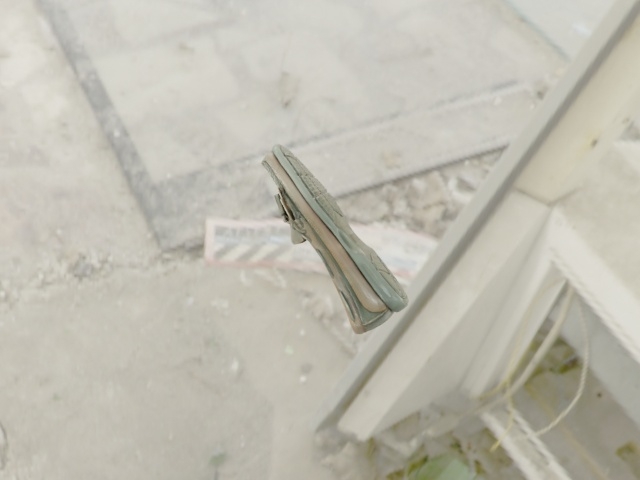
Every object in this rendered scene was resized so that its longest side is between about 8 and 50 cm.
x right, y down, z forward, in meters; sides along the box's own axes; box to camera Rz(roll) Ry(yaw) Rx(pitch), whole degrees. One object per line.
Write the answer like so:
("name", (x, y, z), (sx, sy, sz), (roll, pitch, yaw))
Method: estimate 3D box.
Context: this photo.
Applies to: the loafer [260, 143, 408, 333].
("loafer", (0.000, 0.000, 1.494), (0.084, 0.096, 0.267), (-40, 81, 12))
